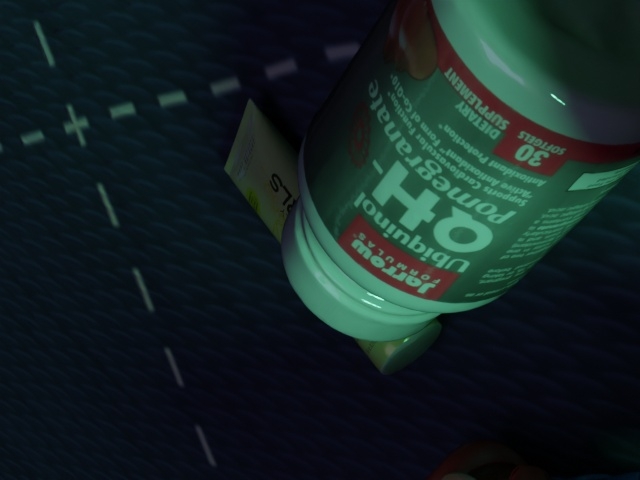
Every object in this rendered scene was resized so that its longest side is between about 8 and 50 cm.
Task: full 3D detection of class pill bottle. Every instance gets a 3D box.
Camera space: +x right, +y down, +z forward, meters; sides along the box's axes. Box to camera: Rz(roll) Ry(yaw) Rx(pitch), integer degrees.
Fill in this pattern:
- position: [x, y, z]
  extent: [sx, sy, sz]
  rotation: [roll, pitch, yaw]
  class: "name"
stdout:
- position: [0.090, -0.062, 0.967]
  extent: [0.176, 0.176, 0.318]
  rotation: [52, 144, 12]
  class: "pill bottle"

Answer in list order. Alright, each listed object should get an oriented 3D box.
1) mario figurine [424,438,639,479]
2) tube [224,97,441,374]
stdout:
- position: [0.176, 0.237, 1.079]
  extent: [0.320, 0.170, 0.198]
  rotation: [-15, 103, 52]
  class: "mario figurine"
- position: [0.000, 0.000, 1.224]
  extent: [0.070, 0.062, 0.240]
  rotation: [-43, 70, 13]
  class: "tube"
